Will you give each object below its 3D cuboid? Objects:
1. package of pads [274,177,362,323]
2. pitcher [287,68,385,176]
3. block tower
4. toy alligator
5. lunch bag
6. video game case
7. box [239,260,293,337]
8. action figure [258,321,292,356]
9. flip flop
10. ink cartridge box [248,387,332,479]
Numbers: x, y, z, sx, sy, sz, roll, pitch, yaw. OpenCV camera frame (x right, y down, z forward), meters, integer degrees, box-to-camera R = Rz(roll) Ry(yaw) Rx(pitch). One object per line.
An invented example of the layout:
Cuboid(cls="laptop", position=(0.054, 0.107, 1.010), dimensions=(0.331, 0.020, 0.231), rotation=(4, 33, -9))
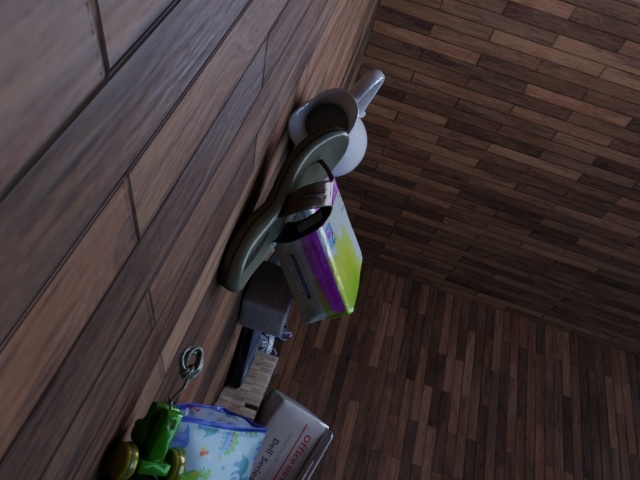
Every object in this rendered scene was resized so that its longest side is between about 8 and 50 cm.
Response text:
Cuboid(cls="package of pads", position=(0.000, 0.000, 0.973), dimensions=(0.296, 0.101, 0.229), rotation=(-69, 140, -68))
Cuboid(cls="pitcher", position=(0.035, -0.193, 0.853), dimensions=(0.178, 0.125, 0.207), rotation=(-39, 174, 1))
Cuboid(cls="block tower", position=(-0.178, 0.361, 1.194), dimensions=(0.335, 0.097, 0.090), rotation=(-74, -177, -77))
Cuboid(cls="toy alligator", position=(-0.149, 0.178, 0.431), dimensions=(0.051, 0.056, 0.189), rotation=(1, -113, 46))
Cuboid(cls="lunch bag", position=(-0.150, 0.256, 0.573), dimensions=(0.151, 0.096, 0.128), rotation=(37, 68, -58))
Cuboid(cls="video game case", position=(-0.145, 0.176, 1.186), dimensions=(0.196, 0.026, 0.274), rotation=(-69, 174, -77))
Cuboid(cls="box", position=(-0.098, 0.113, 0.978), dimensions=(0.102, 0.087, 0.101), rotation=(109, -1, -51))
Cuboid(cls="action figure", position=(-0.153, 0.296, 1.485), dimensions=(0.285, 0.099, 0.185), rotation=(85, 28, -81))
Cuboid(cls="flip flop", position=(-0.032, -0.038, 0.682), dimensions=(0.277, 0.080, 0.112), rotation=(-56, 165, -27))
Cuboid(cls="ink cartridge box", position=(-0.100, 0.455, 1.121), dimensions=(0.207, 0.119, 0.353), rotation=(-57, -177, -15))
